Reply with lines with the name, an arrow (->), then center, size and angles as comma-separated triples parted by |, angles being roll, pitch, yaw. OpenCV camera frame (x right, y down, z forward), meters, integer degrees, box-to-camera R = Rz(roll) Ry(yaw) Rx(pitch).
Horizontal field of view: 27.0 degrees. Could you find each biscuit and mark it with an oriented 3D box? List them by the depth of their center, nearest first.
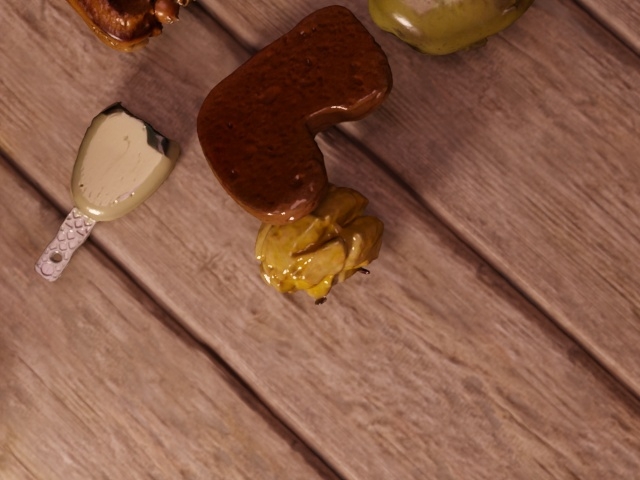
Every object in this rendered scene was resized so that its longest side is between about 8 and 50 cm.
biscuit -> -0.019, -0.157, 1.704 | 0.277, 0.052, 0.262 | -39, 51, -2

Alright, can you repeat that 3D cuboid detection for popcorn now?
popcorn -> 0.000, 0.000, 1.691 | 0.167, 0.148, 0.152 | -21, 112, 21

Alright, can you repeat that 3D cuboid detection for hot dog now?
hot dog -> -0.310, -0.401, 1.786 | 0.158, 0.117, 0.349 | -42, 79, -4

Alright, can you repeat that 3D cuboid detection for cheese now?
cheese -> -0.299, -0.056, 1.778 | 0.127, 0.054, 0.251 | 35, 90, 9

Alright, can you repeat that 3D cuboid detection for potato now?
potato -> 0.178, -0.339, 1.701 | 0.197, 0.148, 0.228 | 32, 87, 22
